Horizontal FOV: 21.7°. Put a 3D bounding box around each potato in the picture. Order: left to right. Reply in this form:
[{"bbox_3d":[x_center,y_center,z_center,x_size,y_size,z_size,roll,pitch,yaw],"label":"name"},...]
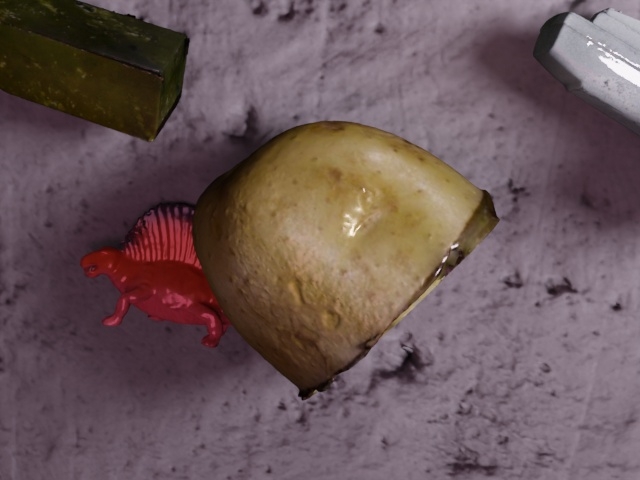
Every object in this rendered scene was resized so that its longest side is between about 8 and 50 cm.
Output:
[{"bbox_3d":[0.000,0.000,1.551,0.242,0.242,0.285,37,144,-9],"label":"potato"}]

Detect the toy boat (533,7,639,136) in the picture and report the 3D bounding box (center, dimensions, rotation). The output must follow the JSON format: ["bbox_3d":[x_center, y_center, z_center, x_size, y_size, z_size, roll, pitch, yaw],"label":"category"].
[{"bbox_3d":[0.308,-0.124,1.453,0.260,0.078,0.085,30,82,-12],"label":"toy boat"}]

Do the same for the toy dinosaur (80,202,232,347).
[{"bbox_3d":[-0.107,0.036,1.708,0.286,0.070,0.139,13,103,7],"label":"toy dinosaur"}]

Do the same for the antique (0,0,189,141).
[{"bbox_3d":[-0.243,-0.176,1.583,0.220,0.080,0.081,17,127,5],"label":"antique"}]
